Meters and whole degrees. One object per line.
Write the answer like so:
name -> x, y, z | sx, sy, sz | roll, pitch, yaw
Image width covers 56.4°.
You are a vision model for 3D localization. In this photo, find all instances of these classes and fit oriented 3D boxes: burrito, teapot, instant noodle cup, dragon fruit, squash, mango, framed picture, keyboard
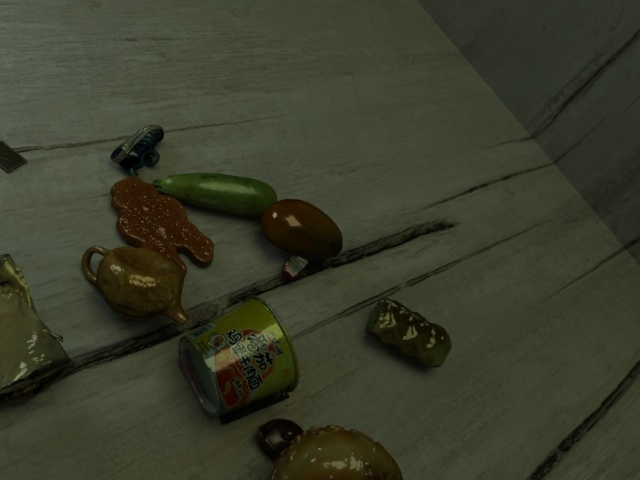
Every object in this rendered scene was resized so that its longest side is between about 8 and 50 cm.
burrito -> -0.685, 0.187, 1.274 | 0.190, 0.135, 0.331 | -21, 66, -49
teapot -> -0.456, 0.118, 1.459 | 0.311, 0.166, 0.203 | 23, 18, 10
instant noodle cup -> -0.201, 0.286, 1.421 | 0.200, 0.264, 0.264 | -22, 70, -32
dragon fruit -> -0.082, 0.081, 1.761 | 0.056, 0.060, 0.083 | 38, 56, 2
squash -> -0.303, -0.145, 1.761 | 0.371, 0.118, 0.118 | 10, 53, -22
mango -> -0.054, -0.038, 1.782 | 0.255, 0.139, 0.175 | 16, 51, -26
framed picture -> -0.833, -0.222, 1.575 | 0.089, 0.006, 0.066 | 38, 47, 0
teapot -> -0.093, 0.478, 1.449 | 0.129, 0.078, 0.098 | 17, 50, -19
keyboard -> -0.171, 0.403, 1.505 | 0.198, 0.010, 0.063 | -14, 63, -37

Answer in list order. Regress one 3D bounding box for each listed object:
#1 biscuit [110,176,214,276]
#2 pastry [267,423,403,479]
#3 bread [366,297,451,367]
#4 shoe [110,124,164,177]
biscuit -> -0.446, -0.036, 1.642 | 0.334, 0.047, 0.202 | 48, 47, 6
pastry -> 0.034, 0.533, 1.349 | 0.316, 0.284, 0.184 | 39, 23, -34
bread -> 0.270, 0.278, 1.780 | 0.268, 0.130, 0.152 | 30, 43, -10
shoe -> -0.520, -0.264, 1.750 | 0.106, 0.092, 0.207 | 50, 39, -20
